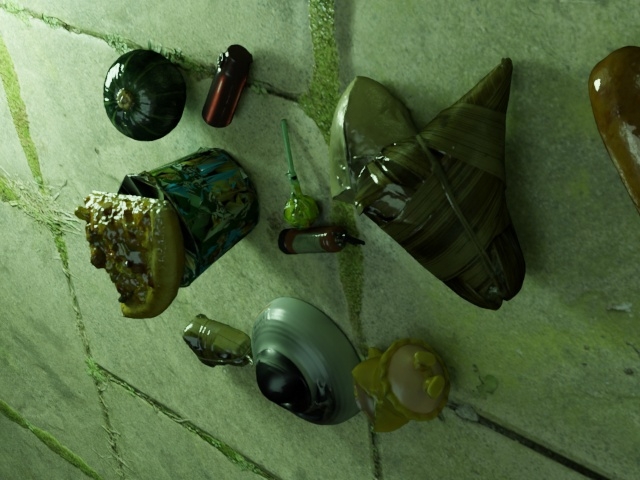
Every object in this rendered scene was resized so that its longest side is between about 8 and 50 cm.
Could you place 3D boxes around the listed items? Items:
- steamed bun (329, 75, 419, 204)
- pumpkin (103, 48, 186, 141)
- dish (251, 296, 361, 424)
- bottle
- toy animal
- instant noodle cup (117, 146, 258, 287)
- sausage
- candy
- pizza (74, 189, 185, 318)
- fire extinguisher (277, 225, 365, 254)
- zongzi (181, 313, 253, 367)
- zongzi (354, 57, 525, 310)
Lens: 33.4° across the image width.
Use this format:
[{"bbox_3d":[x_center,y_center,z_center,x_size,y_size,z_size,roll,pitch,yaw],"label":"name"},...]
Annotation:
[{"bbox_3d":[0.090,-0.109,1.601,0.212,0.110,0.231,31,140,29],"label":"steamed bun"},{"bbox_3d":[-0.319,-0.262,1.932,0.167,0.125,0.167,9,116,19],"label":"pumpkin"},{"bbox_3d":[-0.056,0.258,2.033,0.273,0.134,0.273,30,138,31],"label":"dish"},{"bbox_3d":[-0.159,-0.263,1.805,0.060,0.060,0.164,46,142,13],"label":"bottle"},{"bbox_3d":[0.138,0.242,1.804,0.156,0.156,0.230,56,155,-1],"label":"toy animal"},{"bbox_3d":[-0.235,-0.054,1.952,0.240,0.178,0.240,29,137,32],"label":"instant noodle cup"},{"bbox_3d":[0.398,-0.099,1.261,0.109,0.109,0.270,-19,99,53],"label":"sausage"},{"bbox_3d":[-0.046,-0.111,1.812,0.062,0.058,0.193,-9,106,8],"label":"candy"},{"bbox_3d":[-0.312,0.042,1.901,0.268,0.087,0.257,6,125,45],"label":"pizza"},{"bbox_3d":[0.000,0.000,1.838,0.062,0.050,0.177,27,162,-36],"label":"fire extinguisher"},{"bbox_3d":[-0.183,0.246,2.235,0.189,0.081,0.178,18,149,28],"label":"zongzi"},{"bbox_3d":[0.233,-0.073,1.473,0.286,0.134,0.288,40,107,-18],"label":"zongzi"}]
